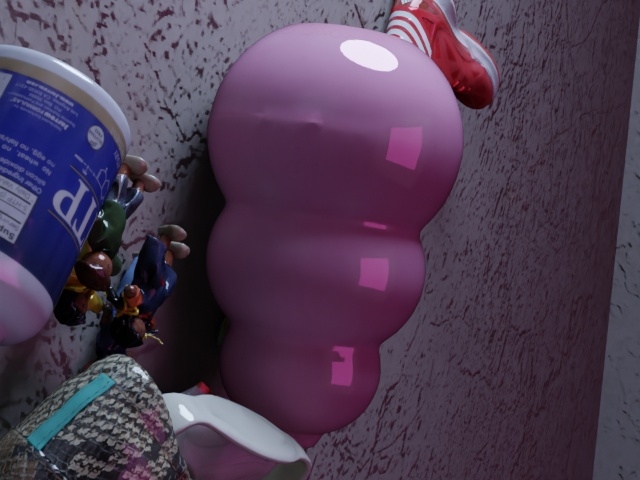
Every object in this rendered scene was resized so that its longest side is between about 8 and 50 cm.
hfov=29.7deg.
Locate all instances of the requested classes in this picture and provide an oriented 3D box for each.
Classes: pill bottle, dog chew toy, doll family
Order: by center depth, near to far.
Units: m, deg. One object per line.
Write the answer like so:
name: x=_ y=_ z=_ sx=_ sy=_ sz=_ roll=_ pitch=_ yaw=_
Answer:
pill bottle: x=-0.189 y=-0.005 z=0.668 sx=0.112 sy=0.112 sz=0.186 roll=61 pitch=42 yaw=-51
doll family: x=-0.142 y=0.033 z=0.827 sx=0.193 sy=0.076 sz=0.111 roll=66 pitch=33 yaw=-52
dog chew toy: x=0.000 y=0.000 z=0.972 sx=0.207 sy=0.207 sz=0.331 roll=9 pitch=90 yaw=-65

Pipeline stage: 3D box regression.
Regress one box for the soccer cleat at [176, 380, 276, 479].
soccer cleat: x=-0.090 y=0.178 z=0.993 sx=0.076 sy=0.068 sz=0.196 roll=-46 pitch=151 yaw=-10

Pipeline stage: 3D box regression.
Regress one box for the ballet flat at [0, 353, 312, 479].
ballet flat: x=-0.065 y=0.233 z=0.902 sx=0.182 sy=0.164 sz=0.482 roll=-48 pitch=142 yaw=-14

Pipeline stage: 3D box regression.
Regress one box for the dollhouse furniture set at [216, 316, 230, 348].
dollhouse furniture set: x=-0.048 y=0.084 z=1.098 sx=0.152 sy=0.059 sz=0.076 roll=35 pitch=70 yaw=-41

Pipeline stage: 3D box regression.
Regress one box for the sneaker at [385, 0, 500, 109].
sneaker: x=0.123 y=-0.185 z=1.364 sx=0.221 sy=0.087 sz=0.128 roll=44 pitch=63 yaw=-45
